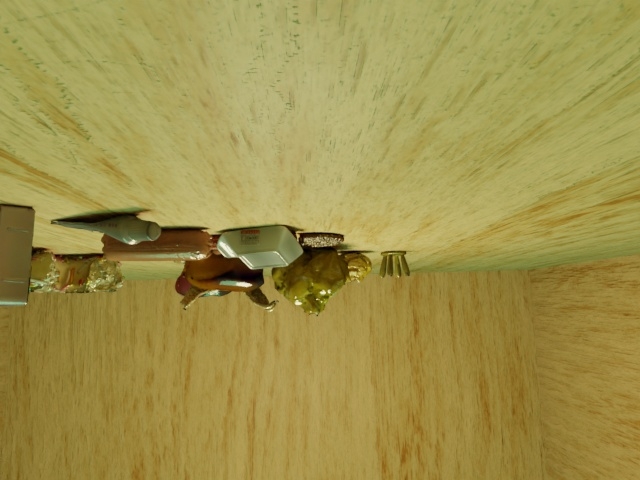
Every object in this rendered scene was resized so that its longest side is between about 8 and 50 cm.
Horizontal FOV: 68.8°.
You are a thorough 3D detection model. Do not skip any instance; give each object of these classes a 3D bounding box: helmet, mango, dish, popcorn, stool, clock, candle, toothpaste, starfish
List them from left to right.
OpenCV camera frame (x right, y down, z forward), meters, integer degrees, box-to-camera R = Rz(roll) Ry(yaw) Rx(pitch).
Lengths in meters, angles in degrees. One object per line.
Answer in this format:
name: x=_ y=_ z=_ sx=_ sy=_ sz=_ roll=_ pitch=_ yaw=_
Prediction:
clock: x=-0.644 y=0.035 z=0.955 sx=0.150 sy=0.197 sz=0.063 roll=-9 pitch=168 yaw=44
toothpaste: x=-0.481 y=-0.028 z=1.074 sx=0.283 sy=0.068 sz=0.099 roll=5 pitch=146 yaw=28
helmet: x=-0.482 y=0.143 z=1.993 sx=0.254 sy=0.154 sz=0.198 roll=10 pitch=-148 yaw=-9
starfish: x=-0.383 y=0.148 z=1.766 sx=0.324 sy=0.082 sz=0.432 roll=-1 pitch=-150 yaw=-29
mango: x=-0.335 y=0.099 z=1.628 sx=0.288 sy=0.152 sz=0.201 roll=5 pitch=161 yaw=-2
candle: x=-0.206 y=0.002 z=1.380 sx=0.330 sy=0.048 sz=0.051 roll=-2 pitch=156 yaw=10
dish: x=-0.180 y=0.033 z=1.317 sx=0.234 sy=0.064 sz=0.154 roll=-6 pitch=148 yaw=20
popcorn: x=0.132 y=0.110 z=1.960 sx=0.167 sy=0.152 sz=0.148 roll=7 pitch=-168 yaw=4
stool: x=0.317 y=0.104 z=2.010 sx=0.134 sy=0.110 sz=0.135 roll=-5 pitch=171 yaw=27

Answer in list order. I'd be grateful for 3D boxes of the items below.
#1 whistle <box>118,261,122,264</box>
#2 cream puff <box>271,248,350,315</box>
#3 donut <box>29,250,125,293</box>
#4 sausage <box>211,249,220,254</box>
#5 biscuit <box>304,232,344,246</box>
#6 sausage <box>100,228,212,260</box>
whistle: x=-0.930 y=0.106 z=2.089 sx=0.033 sy=0.029 sz=0.083 roll=13 pitch=-170 yaw=38
cream puff: x=-0.042 y=0.126 z=1.795 sx=0.274 sy=0.269 sz=0.323 roll=32 pitch=173 yaw=5
donut: x=-0.940 y=0.121 z=1.724 sx=0.308 sy=0.150 sz=0.371 roll=-6 pitch=171 yaw=33
sausage: x=-0.294 y=0.020 z=1.486 sx=0.177 sy=0.040 sz=0.047 roll=-9 pitch=-150 yaw=48
biscuit: x=0.012 y=0.000 z=1.480 sx=0.126 sy=0.025 sz=0.206 roll=-3 pitch=173 yaw=10
sausage: x=-0.437 y=0.013 z=1.256 sx=0.289 sy=0.086 sz=0.086 roll=-1 pitch=172 yaw=-6
